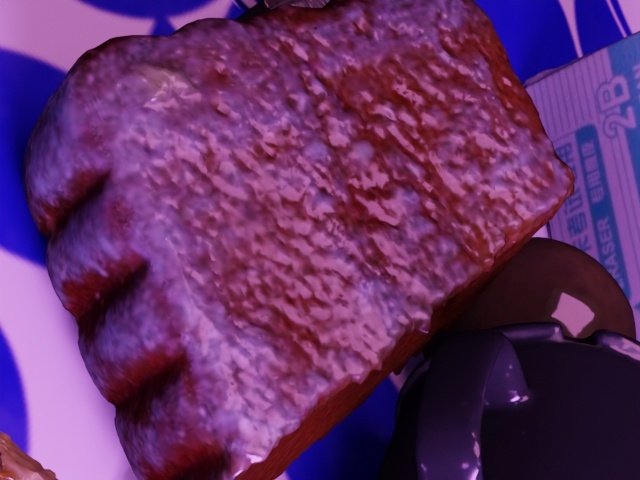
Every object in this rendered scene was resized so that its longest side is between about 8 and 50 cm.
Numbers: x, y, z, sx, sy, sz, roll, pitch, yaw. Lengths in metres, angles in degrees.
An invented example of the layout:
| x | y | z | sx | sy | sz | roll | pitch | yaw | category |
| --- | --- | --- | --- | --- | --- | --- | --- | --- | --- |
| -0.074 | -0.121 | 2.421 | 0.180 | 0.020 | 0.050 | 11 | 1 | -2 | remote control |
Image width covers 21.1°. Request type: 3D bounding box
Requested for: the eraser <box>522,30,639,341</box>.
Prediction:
| x | y | z | sx | sy | sz | roll | pitch | yaw | category |
| --- | --- | --- | --- | --- | --- | --- | --- | --- | --- |
| 0.180 | 0.000 | 0.954 | 0.052 | 0.095 | 0.225 | 17 | 58 | -46 | eraser |

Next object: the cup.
| x | y | z | sx | sy | sz | roll | pitch | yaw | category |
| --- | --- | --- | --- | --- | --- | --- | --- | --- | --- |
| 0.089 | 0.119 | 0.720 | 0.177 | 0.169 | 0.223 | -76 | 152 | -44 | cup |

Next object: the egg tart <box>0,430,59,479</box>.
| x | y | z | sx | sy | sz | roll | pitch | yaw | category |
| --- | --- | --- | --- | --- | --- | --- | --- | --- | --- |
| -0.163 | 0.150 | 0.512 | 0.232 | 0.098 | 0.252 | 7 | 60 | -38 | egg tart |

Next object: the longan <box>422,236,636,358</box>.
| x | y | z | sx | sy | sz | roll | pitch | yaw | category |
| --- | --- | --- | --- | --- | --- | --- | --- | --- | --- |
| 0.096 | 0.054 | 0.843 | 0.119 | 0.106 | 0.106 | -46 | 110 | -5 | longan |

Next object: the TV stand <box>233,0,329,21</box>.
| x | y | z | sx | sy | sz | roll | pitch | yaw | category |
| --- | --- | --- | --- | --- | --- | --- | --- | --- | --- |
| 0.032 | -0.145 | 0.910 | 0.040 | 0.049 | 0.256 | 56 | 41 | -7 | TV stand |

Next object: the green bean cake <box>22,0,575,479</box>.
| x | y | z | sx | sy | sz | roll | pitch | yaw | category |
| --- | --- | --- | --- | --- | --- | --- | --- | --- | --- |
| 0.000 | 0.000 | 0.729 | 0.232 | 0.097 | 0.199 | -20 | 78 | -35 | green bean cake |
